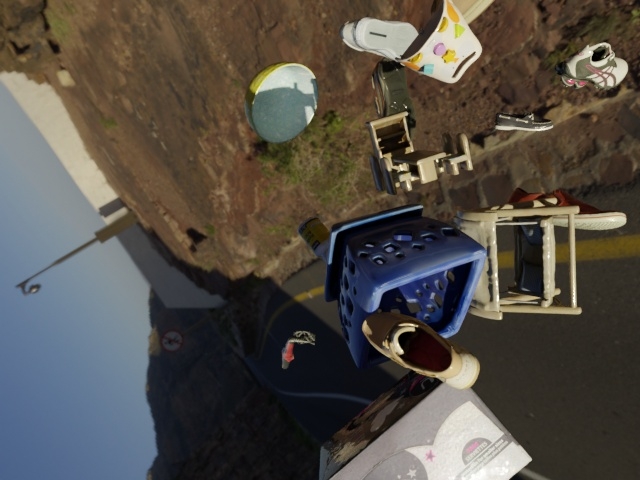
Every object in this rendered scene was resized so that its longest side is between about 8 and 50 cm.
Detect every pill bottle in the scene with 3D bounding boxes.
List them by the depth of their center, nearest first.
[{"bbox_3d":[0.000,0.000,1.242,0.116,0.065,0.065,51,160,21],"label":"pill bottle"}]

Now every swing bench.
[{"bbox_3d":[0.457,0.041,1.184,0.165,0.255,0.253,-59,-37,-76],"label":"swing bench"}]

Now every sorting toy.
[{"bbox_3d":[0.142,-0.215,0.565,0.075,0.083,0.044,21,-145,-30],"label":"sorting toy"}]

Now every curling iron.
[{"bbox_3d":[-0.071,0.292,1.285,0.274,0.068,0.035,115,157,-56],"label":"curling iron"}]

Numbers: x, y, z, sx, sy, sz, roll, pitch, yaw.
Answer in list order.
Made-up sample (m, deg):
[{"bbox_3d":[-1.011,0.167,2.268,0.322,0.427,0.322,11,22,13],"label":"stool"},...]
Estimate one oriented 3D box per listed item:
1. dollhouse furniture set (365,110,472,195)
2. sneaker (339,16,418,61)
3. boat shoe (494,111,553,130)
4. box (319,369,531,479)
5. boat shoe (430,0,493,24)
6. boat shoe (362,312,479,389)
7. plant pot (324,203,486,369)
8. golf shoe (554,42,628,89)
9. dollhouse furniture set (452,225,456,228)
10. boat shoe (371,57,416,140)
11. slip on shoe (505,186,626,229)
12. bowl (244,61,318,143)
[{"bbox_3d":[0.220,-0.234,1.253,0.242,0.212,0.160,-141,33,-71],"label":"dollhouse furniture set"},{"bbox_3d":[0.151,-0.502,1.226,0.091,0.258,0.094,28,111,37],"label":"sneaker"},{"bbox_3d":[0.461,-0.273,1.130,0.125,0.046,0.038,7,118,22],"label":"boat shoe"},{"bbox_3d":[0.140,0.309,0.718,0.163,0.247,0.142,49,-178,1],"label":"box"},{"bbox_3d":[0.226,-0.433,0.624,0.121,0.110,0.341,-89,24,-47],"label":"boat shoe"},{"bbox_3d":[0.109,0.122,0.606,0.170,0.062,0.059,17,167,48],"label":"boat shoe"},{"bbox_3d":[0.137,0.069,0.953,0.212,0.236,0.235,-126,28,-42],"label":"plant pot"},{"bbox_3d":[0.837,-0.520,1.477,0.105,0.273,0.120,69,154,20],"label":"golf shoe"},{"bbox_3d":[0.452,-0.033,1.641,0.058,0.076,0.152,47,155,-24],"label":"dollhouse furniture set"},{"bbox_3d":[0.255,-0.484,1.776,0.120,0.123,0.323,-167,67,-66],"label":"boat shoe"},{"bbox_3d":[0.670,-0.092,1.386,0.331,0.123,0.101,17,94,52],"label":"slip on shoe"},{"bbox_3d":[-0.165,-0.507,1.766,0.156,0.290,0.289,39,155,35],"label":"bowl"}]
